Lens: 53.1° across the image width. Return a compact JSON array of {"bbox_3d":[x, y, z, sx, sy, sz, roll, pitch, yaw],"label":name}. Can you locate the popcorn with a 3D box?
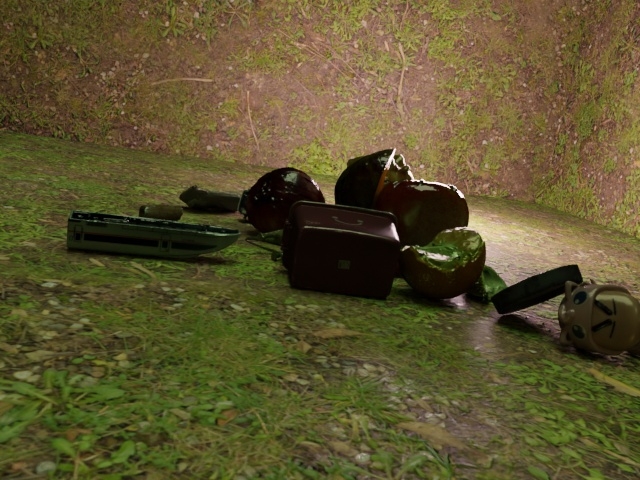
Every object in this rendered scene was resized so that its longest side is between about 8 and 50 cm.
[{"bbox_3d":[0.201,-0.185,2.366,0.321,0.290,0.325,14,13,22],"label":"popcorn"}]

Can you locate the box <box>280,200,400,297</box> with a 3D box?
[{"bbox_3d":[0.052,0.028,1.556,0.294,0.193,0.167,7,21,-7],"label":"box"}]

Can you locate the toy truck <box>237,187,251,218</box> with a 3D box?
[{"bbox_3d":[-0.157,-0.100,2.156,0.227,0.098,0.114,14,-7,11],"label":"toy truck"}]

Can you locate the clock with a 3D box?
[{"bbox_3d":[0.512,0.118,1.513,0.215,0.042,0.215,-17,-19,-6],"label":"clock"}]

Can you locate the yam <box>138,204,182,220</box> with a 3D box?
[{"bbox_3d":[-0.488,-0.084,1.947,0.132,0.054,0.054,-2,17,-44],"label":"yam"}]

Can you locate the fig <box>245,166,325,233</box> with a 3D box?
[{"bbox_3d":[-0.100,-0.109,1.986,0.263,0.224,0.224,13,11,-14],"label":"fig"}]

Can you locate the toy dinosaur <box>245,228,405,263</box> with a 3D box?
[{"bbox_3d":[0.000,0.000,1.782,0.301,0.087,0.447,-11,16,-36],"label":"toy dinosaur"}]

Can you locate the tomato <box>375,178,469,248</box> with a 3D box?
[{"bbox_3d":[0.317,-0.071,2.068,0.303,0.239,0.303,6,1,0],"label":"tomato"}]

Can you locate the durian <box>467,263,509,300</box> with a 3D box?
[{"bbox_3d":[0.437,0.116,1.692,0.100,0.086,0.215,32,20,28],"label":"durian"}]

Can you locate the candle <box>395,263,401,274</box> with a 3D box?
[{"bbox_3d":[0.206,0.065,1.778,0.301,0.059,0.084,9,27,-1],"label":"candle"}]

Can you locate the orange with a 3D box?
[{"bbox_3d":[0.305,0.063,1.611,0.237,0.158,0.179,-20,27,-40],"label":"orange"}]

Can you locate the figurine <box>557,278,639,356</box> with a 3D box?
[{"bbox_3d":[0.655,0.173,1.395,0.287,0.176,0.186,20,-17,-19],"label":"figurine"}]

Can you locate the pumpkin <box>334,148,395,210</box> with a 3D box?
[{"bbox_3d":[0.123,-0.184,2.146,0.169,0.312,0.148,20,10,11],"label":"pumpkin"}]

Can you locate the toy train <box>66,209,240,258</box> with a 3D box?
[{"bbox_3d":[-0.400,-0.005,1.565,0.407,0.088,0.086,6,14,-17],"label":"toy train"}]

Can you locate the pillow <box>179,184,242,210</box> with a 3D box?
[{"bbox_3d":[-0.360,-0.139,2.226,0.255,0.059,0.169,5,-16,-29],"label":"pillow"}]
